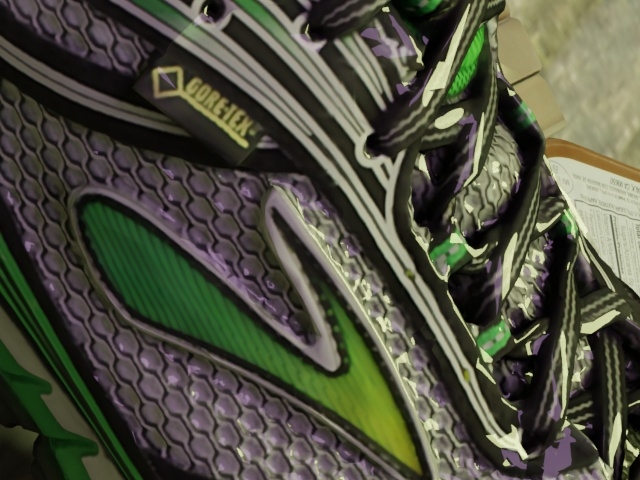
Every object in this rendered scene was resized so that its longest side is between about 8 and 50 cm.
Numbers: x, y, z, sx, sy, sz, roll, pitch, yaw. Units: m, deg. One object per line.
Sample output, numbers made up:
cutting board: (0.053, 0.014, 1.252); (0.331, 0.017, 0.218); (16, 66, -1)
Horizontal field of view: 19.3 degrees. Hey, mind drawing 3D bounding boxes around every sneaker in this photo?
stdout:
sneaker: (0.000, 0.000, 0.376); (0.343, 0.146, 0.134); (39, 34, -3)

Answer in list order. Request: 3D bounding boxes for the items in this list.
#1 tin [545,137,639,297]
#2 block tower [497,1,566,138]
tin: (0.108, 0.028, 0.642); (0.189, 0.040, 0.106); (16, 64, -43)
block tower: (-0.055, -0.139, 0.506); (0.097, 0.091, 0.335); (-28, 92, -50)
